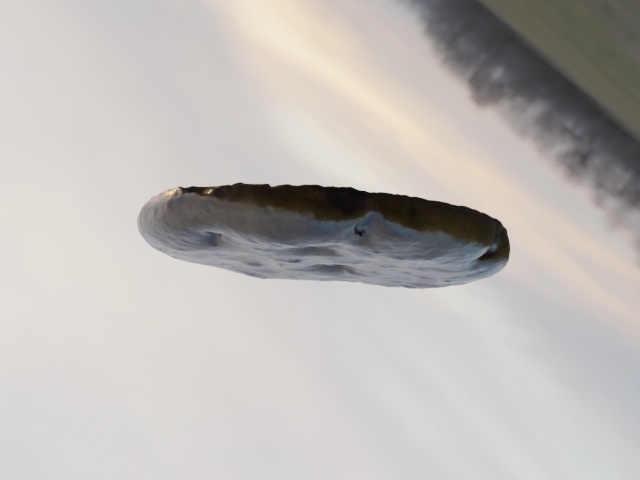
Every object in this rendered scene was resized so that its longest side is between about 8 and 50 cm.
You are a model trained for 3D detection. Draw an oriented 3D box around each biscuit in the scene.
[{"bbox_3d":[0.000,0.000,0.987,0.212,0.036,0.212,4,171,1],"label":"biscuit"}]
